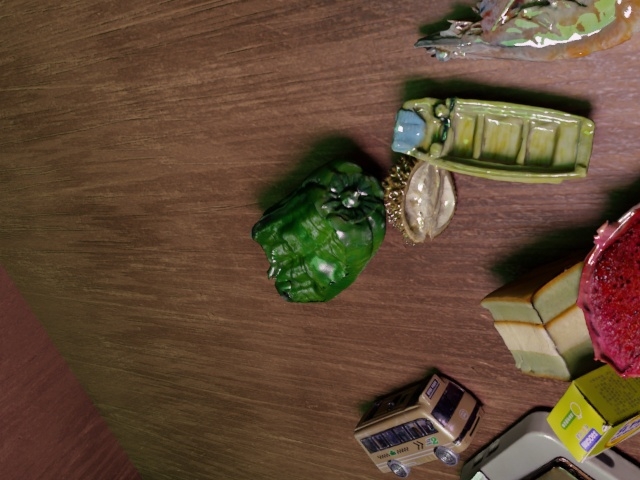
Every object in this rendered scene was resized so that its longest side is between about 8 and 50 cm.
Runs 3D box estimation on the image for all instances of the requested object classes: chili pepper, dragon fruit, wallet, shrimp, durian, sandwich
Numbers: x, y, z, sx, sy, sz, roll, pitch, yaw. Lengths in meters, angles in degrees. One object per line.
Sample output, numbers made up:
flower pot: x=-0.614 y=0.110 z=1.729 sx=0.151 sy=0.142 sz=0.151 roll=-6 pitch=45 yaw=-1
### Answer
chili pepper: x=0.004 y=-0.009 z=1.126 sx=0.213 sy=0.167 sz=0.385 roll=53 pitch=148 yaw=8
dragon fruit: x=0.453 y=0.042 z=0.800 sx=0.126 sy=0.161 sz=0.274 roll=15 pitch=109 yaw=-29
wallet: x=0.453 y=0.510 z=1.191 sx=0.110 sy=0.031 sz=0.198 roll=36 pitch=129 yaw=5
shrimp: x=0.266 y=-0.309 z=0.784 sx=0.316 sy=0.062 sz=0.164 roll=-2 pitch=118 yaw=30
durian: x=0.157 y=-0.088 z=0.992 sx=0.091 sy=0.148 sz=0.188 roll=32 pitch=118 yaw=47
sandwich: x=0.406 y=0.102 z=0.957 sx=0.155 sy=0.227 sz=0.198 roll=64 pitch=170 yaw=4

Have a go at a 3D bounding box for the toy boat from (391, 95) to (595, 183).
toy boat: x=0.249 y=-0.146 z=0.882 sx=0.276 sy=0.084 sz=0.111 roll=10 pitch=93 yaw=20

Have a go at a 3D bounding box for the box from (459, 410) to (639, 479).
box: x=0.520 y=0.550 z=1.274 sx=0.367 sy=0.090 sz=0.373 roll=34 pitch=136 yaw=7

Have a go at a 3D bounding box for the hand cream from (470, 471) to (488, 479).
hand cream: x=0.399 y=0.583 z=1.283 sx=0.205 sy=0.050 sz=0.078 roll=36 pitch=108 yaw=7

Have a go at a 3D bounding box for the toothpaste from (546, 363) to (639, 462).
toothpaste: x=0.487 y=0.203 z=0.867 sx=0.077 sy=0.327 sz=0.110 roll=57 pitch=155 yaw=36

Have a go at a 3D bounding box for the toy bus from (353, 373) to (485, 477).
toy bus: x=0.212 y=0.407 z=1.330 sx=0.157 sy=0.139 sz=0.289 roll=48 pitch=139 yaw=-1
